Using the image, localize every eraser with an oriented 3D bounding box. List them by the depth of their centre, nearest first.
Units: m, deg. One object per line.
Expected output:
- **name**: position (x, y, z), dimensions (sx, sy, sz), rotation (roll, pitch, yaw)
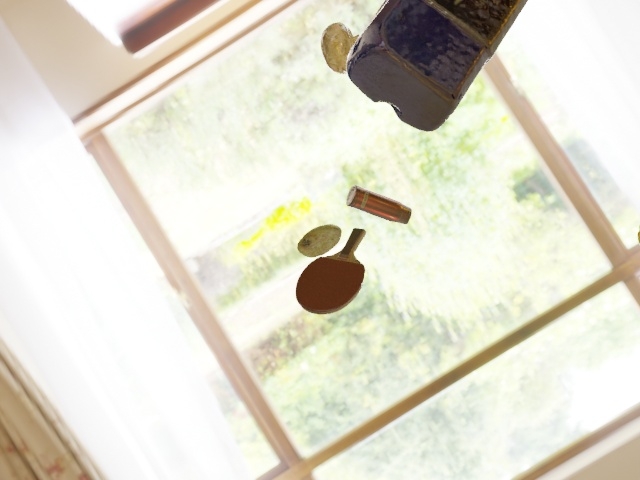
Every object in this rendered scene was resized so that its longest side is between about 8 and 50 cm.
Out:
- **eraser**: position (0.167, -0.299, 1.103), dimensions (0.332, 0.155, 0.101), rotation (-56, -176, -29)

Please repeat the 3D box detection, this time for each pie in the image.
- **pie**: position (0.000, 0.000, 1.491), dimensions (0.085, 0.017, 0.085), rotation (-19, 148, -12)

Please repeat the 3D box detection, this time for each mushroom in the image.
- **mushroom**: position (0.035, -0.308, 1.376), dimensions (0.067, 0.083, 0.083), rotation (-18, 179, 12)

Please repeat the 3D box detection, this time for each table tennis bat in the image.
- **table tennis bat**: position (0.032, 0.057, 1.665), dimensions (0.130, 0.019, 0.220), rotation (10, -130, 27)

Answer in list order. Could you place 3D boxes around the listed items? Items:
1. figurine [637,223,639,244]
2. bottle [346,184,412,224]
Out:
- **figurine**: position (0.582, -0.034, 1.369), dimensions (0.178, 0.130, 0.109), rotation (-65, 165, -8)
- **bottle**: position (0.146, -0.083, 2.100), dimensions (0.060, 0.164, 0.060), rotation (-56, -157, 39)
